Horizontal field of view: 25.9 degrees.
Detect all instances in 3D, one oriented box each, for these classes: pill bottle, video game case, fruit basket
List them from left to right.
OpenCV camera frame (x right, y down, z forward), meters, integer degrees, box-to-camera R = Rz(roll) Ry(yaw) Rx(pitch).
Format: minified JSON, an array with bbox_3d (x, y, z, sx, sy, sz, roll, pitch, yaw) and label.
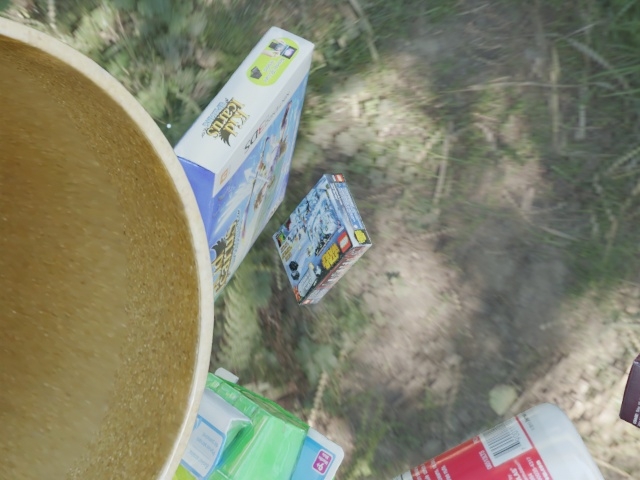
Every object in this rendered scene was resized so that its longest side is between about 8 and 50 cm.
[{"bbox_3d":[-0.141,0.342,1.634,0.165,0.327,0.353,36,84,-30],"label":"fruit basket"},{"bbox_3d":[-0.100,-0.069,1.598,0.061,0.269,0.244,25,49,11],"label":"video game case"},{"bbox_3d":[0.157,0.383,1.697,0.408,0.229,0.229,-27,97,2],"label":"pill bottle"}]

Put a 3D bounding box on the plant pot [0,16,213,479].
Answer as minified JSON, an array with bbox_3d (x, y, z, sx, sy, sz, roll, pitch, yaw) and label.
[{"bbox_3d":[-0.211,0.014,0.536,0.237,0.254,0.237,-15,113,-38],"label":"plant pot"}]

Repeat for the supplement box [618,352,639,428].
[{"bbox_3d":[0.381,0.148,1.262,0.188,0.081,0.104,27,48,24],"label":"supplement box"}]

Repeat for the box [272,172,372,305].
[{"bbox_3d":[0.000,0.000,1.563,0.027,0.137,0.094,-5,63,-34],"label":"box"}]
